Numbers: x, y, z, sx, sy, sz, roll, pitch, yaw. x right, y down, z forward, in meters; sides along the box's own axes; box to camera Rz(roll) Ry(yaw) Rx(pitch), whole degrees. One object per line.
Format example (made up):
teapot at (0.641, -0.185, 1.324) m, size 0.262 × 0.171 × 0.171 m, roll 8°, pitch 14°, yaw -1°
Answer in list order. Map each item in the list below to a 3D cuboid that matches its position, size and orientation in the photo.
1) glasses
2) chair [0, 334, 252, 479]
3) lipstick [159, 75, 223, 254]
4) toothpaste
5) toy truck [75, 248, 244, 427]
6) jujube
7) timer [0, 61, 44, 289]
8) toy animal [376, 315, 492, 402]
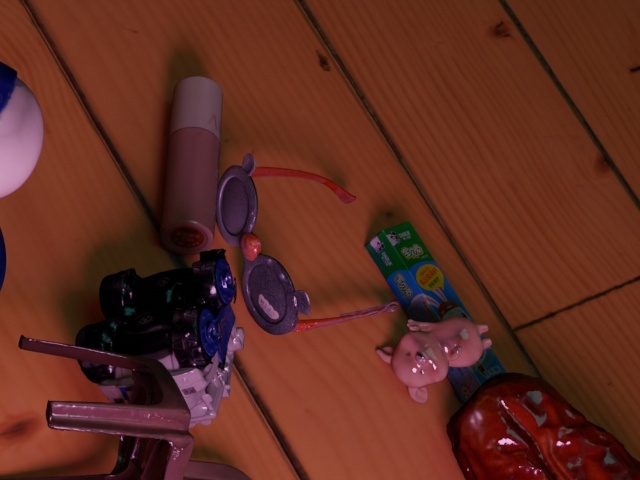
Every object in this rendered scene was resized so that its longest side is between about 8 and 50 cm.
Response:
glasses at (0.000, 0.000, 2.091) m, size 0.268 × 0.118 × 0.234 m, roll -7°, pitch 66°, yaw -42°
chair at (-0.161, 0.229, 1.677) m, size 0.326 × 0.183 × 0.175 m, roll 7°, pitch 21°, yaw -26°
lipstick at (-0.166, -0.100, 2.075) m, size 0.070 × 0.070 × 0.254 m, roll 23°, pitch 46°, yaw -25°
toothpaste at (0.160, 0.100, 2.203) m, size 0.065 × 0.050 × 0.267 m, roll -17°, pitch 70°, yaw -43°
toy truck at (-0.167, 0.124, 1.845) m, size 0.213 × 0.161 × 0.177 m, roll -75°, pitch 150°, yaw -51°
jujube at (0.309, 0.318, 2.045) m, size 0.342 × 0.216 × 0.216 m, roll 49°, pitch 40°, yaw 15°
timer at (-0.398, -0.043, 1.597) m, size 0.270 × 0.383 × 0.270 m, roll 22°, pitch 45°, yaw -25°
toy animal at (0.156, 0.150, 2.113) m, size 0.150 × 0.089 × 0.083 m, roll -21°, pitch 53°, yaw -4°
